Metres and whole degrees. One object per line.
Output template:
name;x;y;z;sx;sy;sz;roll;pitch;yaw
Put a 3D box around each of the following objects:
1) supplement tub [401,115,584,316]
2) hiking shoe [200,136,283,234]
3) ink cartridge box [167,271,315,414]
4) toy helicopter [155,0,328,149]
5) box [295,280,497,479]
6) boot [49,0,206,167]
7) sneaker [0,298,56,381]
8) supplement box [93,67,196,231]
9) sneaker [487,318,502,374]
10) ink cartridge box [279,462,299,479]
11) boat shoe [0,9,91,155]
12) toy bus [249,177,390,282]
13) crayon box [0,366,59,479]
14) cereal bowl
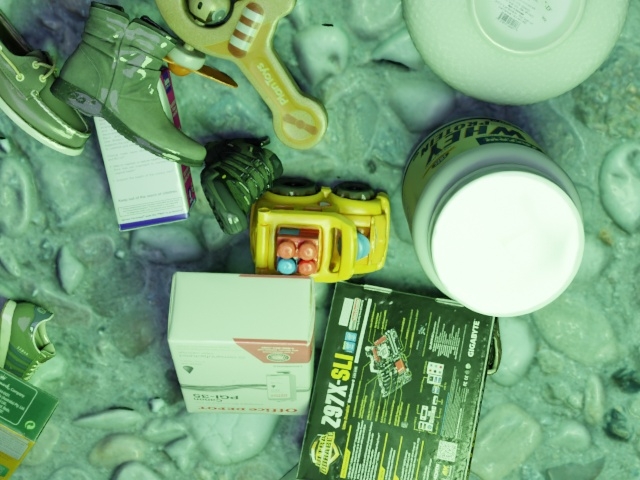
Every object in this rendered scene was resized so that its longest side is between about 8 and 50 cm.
supplement tub;0.242;-0.039;1.477;0.235;0.325;0.235;0;107;0
hiking shoe;-0.113;-0.095;1.516;0.114;0.227;0.086;-19;126;4
ink cartridge box;-0.112;0.164;1.567;0.207;0.117;0.283;1;149;0
toy helicopter;-0.120;-0.277;1.507;0.235;0.140;0.355;-31;103;16
box;0.121;0.241;1.598;0.257;0.079;0.322;9;81;14
boot;-0.242;-0.220;1.443;0.247;0.083;0.161;30;97;-10
sneaker;-0.479;0.192;1.687;0.086;0.064;0.192;7;107;-2
supplement box;-0.268;-0.141;1.561;0.114;0.111;0.220;-10;107;3
sneaker;0.263;0.128;1.660;0.066;0.071;0.188;-14;107;5
ink cartridge box;0.099;0.462;1.735;0.289;0.121;0.211;43;102;-11
boat shoe;-0.450;-0.256;1.529;0.091;0.109;0.305;-42;99;17
toy bus;0.000;0.000;1.552;0.220;0.211;0.149;3;105;-2
crayon box;-0.552;0.279;1.642;0.203;0.083;0.323;32;146;-9
cereal bowl;0.288;-0.355;1.480;0.339;0.141;0.338;0;107;-1
